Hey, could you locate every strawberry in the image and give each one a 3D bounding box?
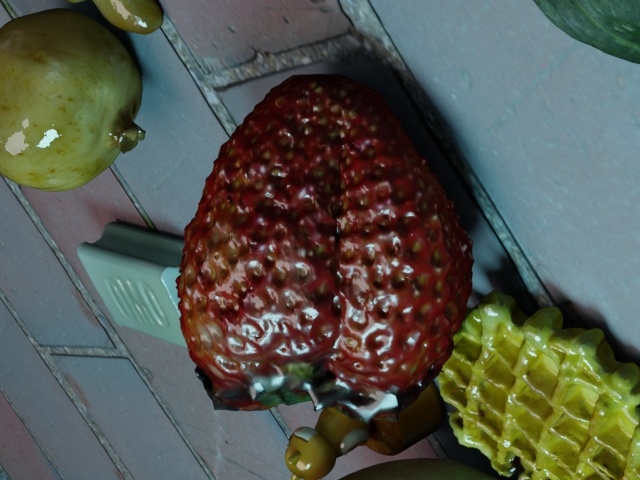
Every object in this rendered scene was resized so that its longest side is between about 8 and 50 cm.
[{"bbox_3d":[0.000,0.000,1.524,0.238,0.250,0.288,-92,-5,-75],"label":"strawberry"}]

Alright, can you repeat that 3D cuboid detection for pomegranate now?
[{"bbox_3d":[-0.258,-0.134,1.816,0.196,0.196,0.196,39,153,24],"label":"pomegranate"}]

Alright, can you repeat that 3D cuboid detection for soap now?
[{"bbox_3d":[-0.186,0.052,2.081,0.198,0.066,0.119,13,134,54],"label":"soap"}]

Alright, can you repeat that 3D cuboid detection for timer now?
[{"bbox_3d":[0.023,0.178,1.789,0.132,0.152,0.132,39,153,24],"label":"timer"}]

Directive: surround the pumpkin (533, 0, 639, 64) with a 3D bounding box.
[{"bbox_3d":[0.162,-0.225,0.871,0.300,0.207,0.300,162,90,-77],"label":"pumpkin"}]

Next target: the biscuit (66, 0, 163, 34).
[{"bbox_3d":[-0.232,-0.296,1.701,0.164,0.047,0.208,30,149,40],"label":"biscuit"}]

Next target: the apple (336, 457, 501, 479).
[{"bbox_3d":[0.102,0.371,1.739,0.319,0.319,0.277,42,152,18],"label":"apple"}]

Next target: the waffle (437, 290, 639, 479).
[{"bbox_3d":[0.212,0.166,1.560,0.283,0.065,0.309,-1,121,58],"label":"waffle"}]
